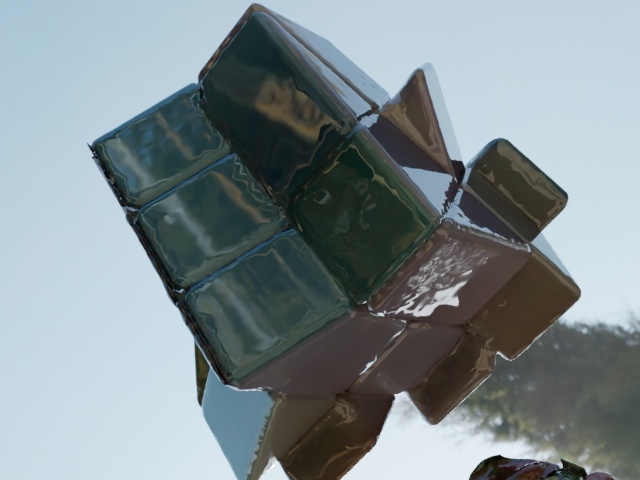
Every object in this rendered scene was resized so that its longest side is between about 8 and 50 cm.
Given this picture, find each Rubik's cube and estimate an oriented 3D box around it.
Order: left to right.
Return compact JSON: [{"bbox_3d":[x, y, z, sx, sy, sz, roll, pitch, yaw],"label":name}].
[{"bbox_3d":[0.000,0.000,0.818,0.358,0.387,0.368,-46,-33,20],"label":"Rubik's cube"}]

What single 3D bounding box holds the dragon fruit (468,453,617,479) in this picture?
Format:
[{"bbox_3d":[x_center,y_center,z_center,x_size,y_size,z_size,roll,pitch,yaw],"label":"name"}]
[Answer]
[{"bbox_3d":[0.091,0.248,0.498,0.269,0.198,0.200,-34,-69,-1],"label":"dragon fruit"}]
